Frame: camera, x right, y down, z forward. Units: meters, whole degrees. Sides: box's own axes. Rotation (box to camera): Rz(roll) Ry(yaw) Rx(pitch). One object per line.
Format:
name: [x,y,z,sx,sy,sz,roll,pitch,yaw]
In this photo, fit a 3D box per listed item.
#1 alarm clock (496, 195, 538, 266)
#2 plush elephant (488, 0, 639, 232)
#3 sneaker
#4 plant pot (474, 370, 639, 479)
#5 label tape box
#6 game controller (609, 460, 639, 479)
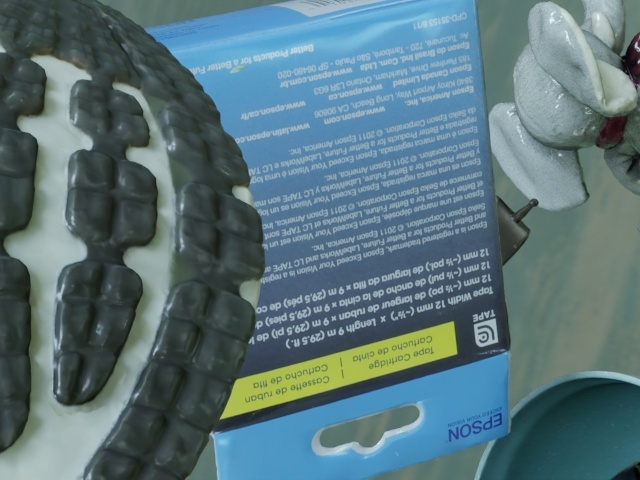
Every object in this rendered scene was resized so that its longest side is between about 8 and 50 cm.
alarm clock: [0.103,0.030,1.666,0.064,0.129,0.192,44,80,-1]
plush elephant: [0.297,-0.140,1.830,0.255,0.272,0.330,34,60,0]
sneaker: [-0.134,0.097,0.609,0.158,0.182,0.410,23,57,-28]
plant pot: [0.294,0.252,1.601,0.196,0.293,0.293,1,75,-44]
label tape box: [0.000,0.000,1.411,0.249,0.115,0.347,-14,110,-21]
game controller: [0.206,0.286,1.085,0.067,0.166,0.319,-7,111,16]
